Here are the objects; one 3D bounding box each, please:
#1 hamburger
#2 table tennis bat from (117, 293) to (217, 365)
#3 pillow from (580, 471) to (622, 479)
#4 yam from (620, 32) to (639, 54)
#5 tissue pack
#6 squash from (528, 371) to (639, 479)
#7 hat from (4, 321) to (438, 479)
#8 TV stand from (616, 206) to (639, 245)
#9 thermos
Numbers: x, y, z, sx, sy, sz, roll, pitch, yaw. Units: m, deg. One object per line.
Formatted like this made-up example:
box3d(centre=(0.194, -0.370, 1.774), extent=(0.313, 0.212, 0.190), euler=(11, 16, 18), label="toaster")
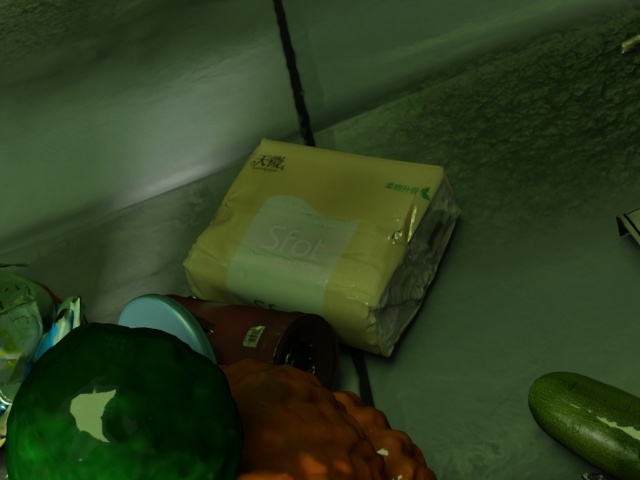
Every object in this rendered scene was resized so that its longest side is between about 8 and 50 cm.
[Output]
box3d(centre=(-0.377, 0.121, 1.068), extent=(0.260, 0.150, 0.276), euler=(30, 71, 38), label="hamburger")
box3d(centre=(-0.120, 0.142, 0.941), extent=(0.033, 0.201, 0.124), euler=(-24, 1, -44), label="table tennis bat")
box3d(centre=(0.249, 0.226, 0.758), extent=(0.048, 0.090, 0.150), euler=(-37, 51, -7), label="pillow")
box3d(centre=(0.352, -0.217, 1.094), extent=(0.107, 0.014, 0.014), euler=(-26, 49, 4), label="yam")
box3d(centre=(0.000, 0.000, 1.033), extent=(0.222, 0.090, 0.186), euler=(14, 60, 31), label="tissue pack")
box3d(centre=(0.266, 0.166, 0.810), extent=(0.252, 0.066, 0.066), euler=(25, 68, 36), label="squash")
box3d(centre=(-0.068, 0.166, 0.735), extent=(0.285, 0.400, 0.285), euler=(-12, 39, 10), label="hat")
box3d(centre=(0.326, 0.061, 0.882), extent=(0.042, 0.036, 0.249), euler=(-28, 49, 0), label="TV stand")
box3d(centre=(-0.105, 0.097, 0.989), extent=(0.232, 0.124, 0.099), euler=(7, 60, 36), label="thermos")
